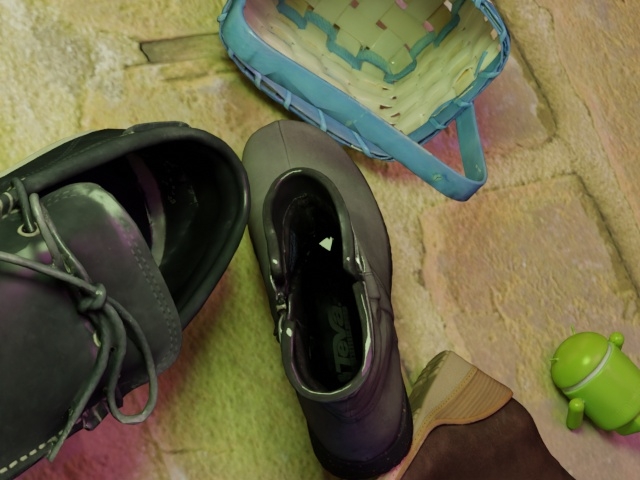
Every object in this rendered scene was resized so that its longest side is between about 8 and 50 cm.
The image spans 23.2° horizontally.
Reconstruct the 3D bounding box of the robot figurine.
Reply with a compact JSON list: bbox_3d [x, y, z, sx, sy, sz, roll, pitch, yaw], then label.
[{"bbox_3d":[0.267,0.134,1.479,0.115,0.067,0.101,43,61,-11],"label":"robot figurine"}]

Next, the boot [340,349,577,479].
[{"bbox_3d":[0.131,0.227,1.312,0.207,0.090,0.248,47,45,-6],"label":"boot"}]

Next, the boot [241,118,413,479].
[{"bbox_3d":[0.000,0.000,1.208,0.118,0.222,0.338,-19,60,-1],"label":"boot"}]

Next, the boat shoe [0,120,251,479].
[{"bbox_3d":[-0.184,0.041,1.024,0.186,0.156,0.500,70,26,-16],"label":"boat shoe"}]

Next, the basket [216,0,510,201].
[{"bbox_3d":[0.033,-0.177,1.352,0.255,0.201,0.289,33,34,-21],"label":"basket"}]
